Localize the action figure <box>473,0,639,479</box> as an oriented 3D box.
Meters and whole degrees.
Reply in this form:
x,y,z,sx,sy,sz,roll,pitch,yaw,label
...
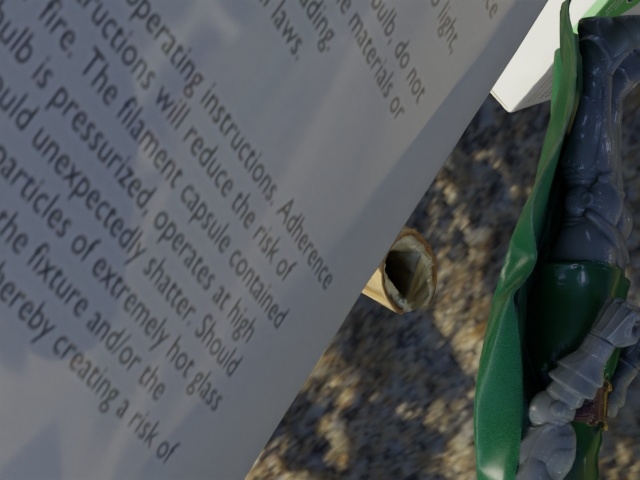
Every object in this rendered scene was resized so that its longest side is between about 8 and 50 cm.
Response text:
x,y,z,sx,sy,sz,roll,pitch,yaw,label
0.096,0.033,0.637,0.063,0.137,0.232,8,84,19,action figure

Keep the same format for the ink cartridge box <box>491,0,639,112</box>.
x,y,z,sx,sy,sz,roll,pitch,yaw,label
0.280,-0.254,1.594,0.289,0.211,0.121,-21,67,-47,ink cartridge box

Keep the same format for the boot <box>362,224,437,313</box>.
x,y,z,sx,sy,sz,roll,pitch,yaw,label
0.000,0.000,1.659,0.269,0.236,0.089,31,80,30,boot

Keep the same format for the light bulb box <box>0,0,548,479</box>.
x,y,z,sx,sy,sz,roll,pitch,yaw,label
-0.133,-0.134,0.452,0.358,0.225,0.361,20,68,34,light bulb box
